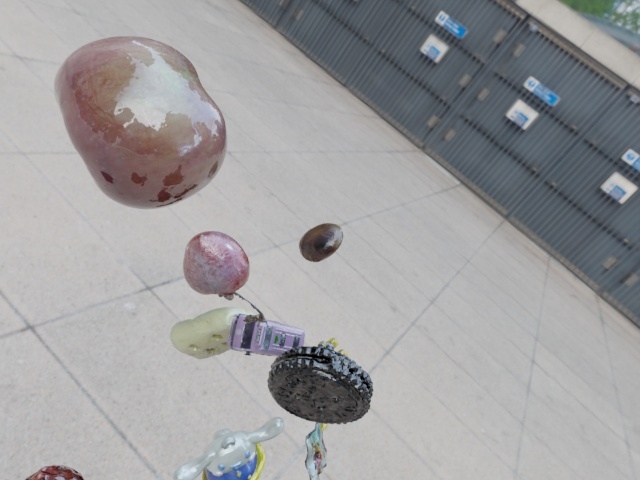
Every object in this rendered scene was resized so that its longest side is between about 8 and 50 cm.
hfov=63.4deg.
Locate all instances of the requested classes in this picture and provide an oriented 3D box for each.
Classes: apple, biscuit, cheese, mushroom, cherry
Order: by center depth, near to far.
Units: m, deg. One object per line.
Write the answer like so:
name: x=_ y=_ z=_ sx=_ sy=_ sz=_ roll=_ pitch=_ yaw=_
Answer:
cherry: x=-0.162 y=0.074 z=0.870 sx=0.090 sy=0.107 sz=0.225 roll=-108 pitch=-177 yaw=-53
apple: x=-0.298 y=-0.203 z=0.886 sx=0.305 sy=0.235 sz=0.305 roll=60 pitch=-11 yaw=20
biscuit: x=-0.002 y=0.257 z=0.906 sx=0.195 sy=0.194 sz=0.053 roll=32 pitch=43 yaw=-13
mushroom: x=0.000 y=0.000 z=1.324 sx=0.052 sy=0.123 sz=0.123 roll=57 pitch=7 yaw=-37
cheese: x=-0.305 y=0.278 z=1.541 sx=0.159 sy=0.263 sz=0.092 roll=44 pitch=30 yaw=-48

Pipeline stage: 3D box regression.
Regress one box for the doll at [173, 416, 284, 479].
doll: x=-0.232 y=0.593 z=1.472 sx=0.242 sy=0.311 sz=0.159 roll=63 pitch=-7 yaw=-36

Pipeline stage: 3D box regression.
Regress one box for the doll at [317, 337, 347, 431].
doll: x=0.008 y=0.395 z=1.474 sx=0.316 sy=0.103 sz=0.145 roll=-52 pitch=130 yaw=-64

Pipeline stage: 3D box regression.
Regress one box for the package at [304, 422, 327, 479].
package: x=-0.009 y=0.699 z=1.725 sx=0.232 sy=0.040 sz=0.165 roll=19 pitch=62 yaw=-76

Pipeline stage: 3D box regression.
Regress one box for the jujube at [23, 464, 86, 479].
jujube: x=-0.352 y=0.397 z=0.716 sx=0.176 sy=0.112 sz=0.109 roll=44 pitch=-22 yaw=2

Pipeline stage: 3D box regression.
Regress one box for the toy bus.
toy bus: x=-0.132 y=0.244 z=1.294 sx=0.108 sy=0.096 sz=0.199 roll=3 pitch=-14 yaw=36
